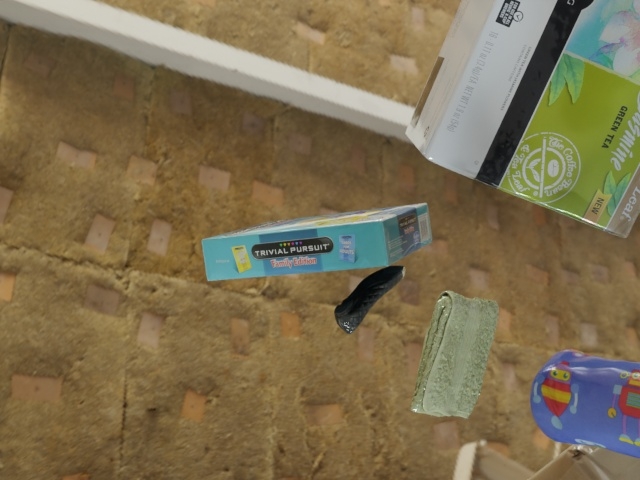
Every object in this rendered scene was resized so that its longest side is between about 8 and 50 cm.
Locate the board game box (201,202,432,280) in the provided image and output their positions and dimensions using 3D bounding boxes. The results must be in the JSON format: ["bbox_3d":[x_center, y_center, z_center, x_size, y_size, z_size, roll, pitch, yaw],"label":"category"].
[{"bbox_3d":[0.000,0.000,1.414,0.254,0.336,0.079,-20,-77,-65],"label":"board game box"}]

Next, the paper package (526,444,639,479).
[{"bbox_3d":[0.435,0.423,1.272,0.310,0.324,0.168,-13,-123,-41],"label":"paper package"}]

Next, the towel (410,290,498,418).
[{"bbox_3d":[0.161,0.136,0.931,0.110,0.027,0.148,13,-88,-41],"label":"towel"}]

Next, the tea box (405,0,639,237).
[{"bbox_3d":[0.341,-0.229,1.147,0.324,0.328,0.220,20,-165,-7],"label":"tea box"}]

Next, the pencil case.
[{"bbox_3d":[0.386,0.198,0.885,0.133,0.306,0.119,35,-109,-31],"label":"pencil case"}]

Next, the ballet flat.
[{"bbox_3d":[0.089,0.098,1.408,0.173,0.057,0.049,-38,-63,-27],"label":"ballet flat"}]
